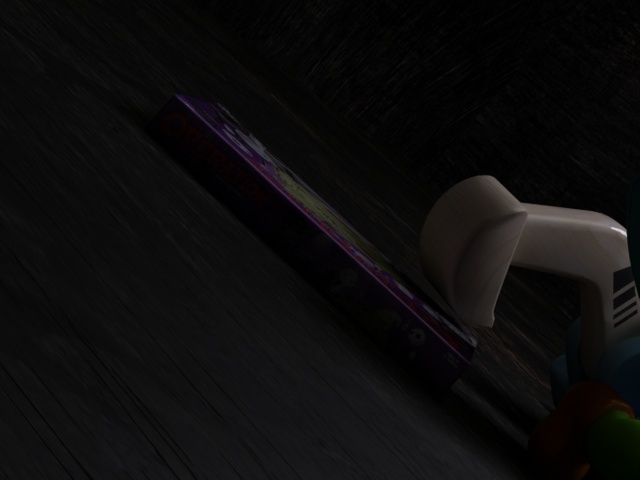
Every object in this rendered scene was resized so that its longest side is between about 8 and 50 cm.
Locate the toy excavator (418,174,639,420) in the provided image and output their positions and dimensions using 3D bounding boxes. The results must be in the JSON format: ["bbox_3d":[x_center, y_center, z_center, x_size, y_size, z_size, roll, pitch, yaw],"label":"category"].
[{"bbox_3d":[0.324,0.093,1.851,0.222,0.432,0.445,-128,-155,-56],"label":"toy excavator"}]

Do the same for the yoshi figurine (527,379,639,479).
[{"bbox_3d":[0.322,0.263,1.511,0.362,0.203,0.203,27,-50,56],"label":"yoshi figurine"}]

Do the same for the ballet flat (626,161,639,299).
[{"bbox_3d":[0.389,0.103,1.701,0.164,0.182,0.483,36,-38,53],"label":"ballet flat"}]

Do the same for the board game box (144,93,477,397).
[{"bbox_3d":[0.000,0.000,1.654,0.347,0.056,0.208,43,10,3],"label":"board game box"}]
